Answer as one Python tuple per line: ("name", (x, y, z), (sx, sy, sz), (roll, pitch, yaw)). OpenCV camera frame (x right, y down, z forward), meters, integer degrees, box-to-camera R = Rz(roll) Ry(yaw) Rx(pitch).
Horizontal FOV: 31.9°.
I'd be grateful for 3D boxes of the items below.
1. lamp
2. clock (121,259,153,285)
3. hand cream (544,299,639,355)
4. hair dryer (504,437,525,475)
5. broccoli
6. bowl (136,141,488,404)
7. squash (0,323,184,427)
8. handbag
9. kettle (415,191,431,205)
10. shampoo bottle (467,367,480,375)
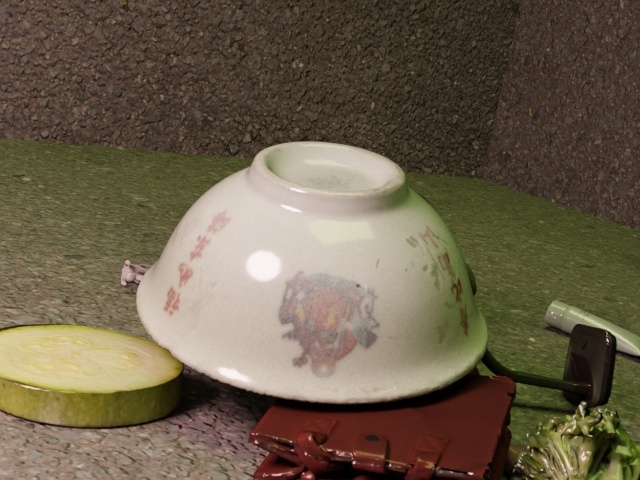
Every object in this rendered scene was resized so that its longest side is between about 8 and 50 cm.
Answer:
("lamp", (0.271, 0.138, 1.624), (0.283, 0.124, 0.203), (25, -4, -11))
("clock", (-0.270, 0.062, 1.780), (0.087, 0.041, 0.129), (12, 6, -16))
("hand cream", (0.500, 0.163, 1.995), (0.205, 0.049, 0.078), (22, 16, 30))
("hair dryer", (0.258, 0.261, 1.338), (0.114, 0.037, 0.063), (13, 9, -28))
("broccoli", (0.251, 0.278, 1.055), (0.165, 0.145, 0.304), (49, 24, -4))
("bowl", (0.000, 0.000, 1.346), (0.435, 0.196, 0.435), (5, 23, -2))
("squash", (-0.291, 0.154, 1.317), (0.252, 0.048, 0.252), (8, 12, -2))
("handbag", (0.079, 0.211, 1.231), (0.260, 0.084, 0.275), (8, 14, 15))
("kettle", (0.055, 0.004, 1.795), (0.221, 0.161, 0.236), (18, -26, -37))
("shampoo bottle", (0.150, 0.151, 1.643), (0.118, 0.076, 0.314), (23, 8, -15))
